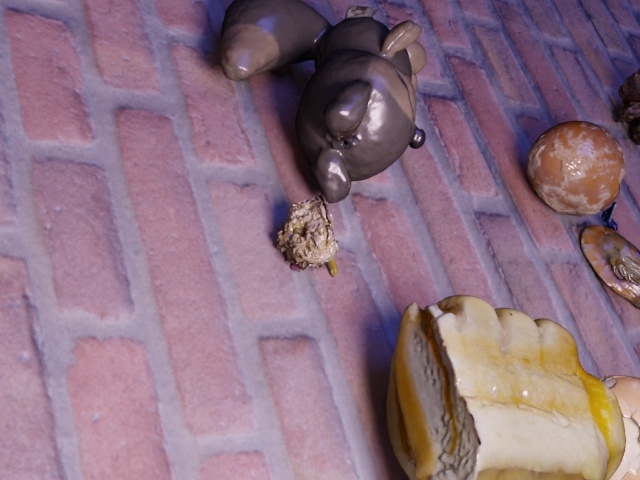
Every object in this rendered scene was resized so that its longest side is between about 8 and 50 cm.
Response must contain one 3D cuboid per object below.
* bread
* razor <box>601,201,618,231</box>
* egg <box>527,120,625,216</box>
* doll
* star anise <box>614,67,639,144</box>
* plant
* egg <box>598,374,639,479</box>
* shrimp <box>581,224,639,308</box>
[{"bbox_3d":[0.251,0.247,1.365,0.341,0.210,0.301,10,51,-31],"label":"bread"},{"bbox_3d":[0.592,-0.044,2.009,0.028,0.044,0.154,19,-5,23],"label":"razor"},{"bbox_3d":[0.504,-0.143,1.932,0.195,0.195,0.233,61,12,20],"label":"egg"},{"bbox_3d":[-0.006,-0.239,1.630,0.378,0.252,0.382,10,37,10],"label":"doll"},{"bbox_3d":[0.797,-0.317,2.405,0.236,0.109,0.223,28,63,-39],"label":"star anise"},{"bbox_3d":[0.000,0.000,1.477,0.122,0.104,0.117,42,56,-41],"label":"plant"},{"bbox_3d":[0.476,0.311,1.508,0.244,0.201,0.201,10,50,-38],"label":"egg"},{"bbox_3d":[0.616,0.070,1.948,0.145,0.059,0.254,-22,71,-45],"label":"shrimp"}]
